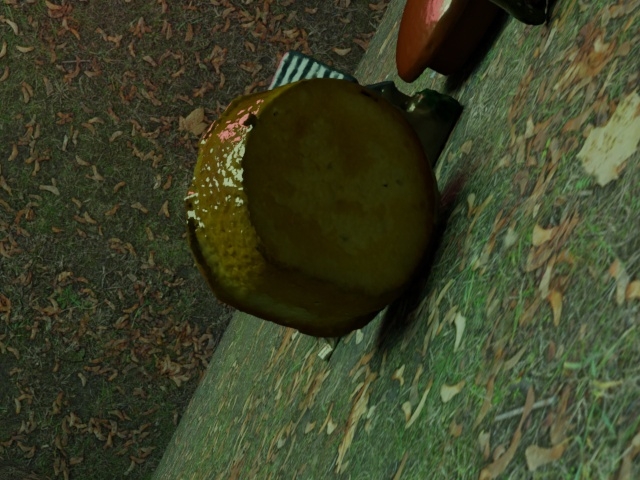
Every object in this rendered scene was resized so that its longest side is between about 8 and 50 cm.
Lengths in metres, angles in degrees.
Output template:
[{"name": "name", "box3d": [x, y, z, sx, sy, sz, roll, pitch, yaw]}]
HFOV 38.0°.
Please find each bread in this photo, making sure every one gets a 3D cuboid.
[{"name": "bread", "box3d": [-0.002, -0.053, 1.378, 0.215, 0.398, 0.398, -23, 39, 57]}]

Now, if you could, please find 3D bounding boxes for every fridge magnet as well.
[{"name": "fridge magnet", "box3d": [0.253, -0.461, 1.762, 0.364, 0.155, 0.364, -62, 9, 16]}]

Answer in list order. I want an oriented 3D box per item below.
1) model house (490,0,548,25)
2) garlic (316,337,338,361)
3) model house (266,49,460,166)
[{"name": "model house", "box3d": [0.296, -0.481, 1.381, 0.154, 0.207, 0.294, -52, 14, 43]}, {"name": "garlic", "box3d": [0.007, 0.122, 1.690, 0.131, 0.127, 0.194, -93, 10, -67]}, {"name": "model house", "box3d": [0.012, -0.182, 1.768, 0.335, 0.342, 0.382, -65, 8, 3]}]
